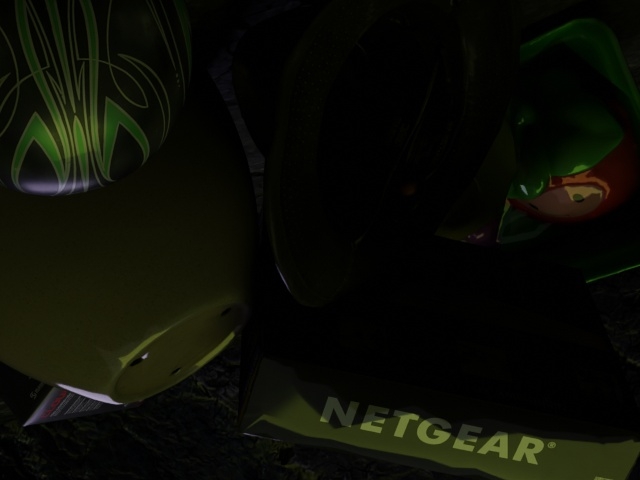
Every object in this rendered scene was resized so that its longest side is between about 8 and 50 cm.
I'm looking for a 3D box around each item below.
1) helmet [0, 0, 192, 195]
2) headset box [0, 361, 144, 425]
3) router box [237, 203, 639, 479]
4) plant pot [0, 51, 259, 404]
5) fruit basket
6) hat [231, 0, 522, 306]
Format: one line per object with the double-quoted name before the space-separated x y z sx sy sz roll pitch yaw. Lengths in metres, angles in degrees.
"helmet" -0.147 -0.109 0.631 0.169 0.169 0.161 -14 -173 -15
"headset box" -0.305 0.133 1.601 0.218 0.110 0.293 -50 159 16
"router box" 0.090 0.084 0.973 0.309 0.081 0.243 13 -151 -9
"plant pot" -0.157 0.012 0.895 0.284 0.191 0.284 -32 162 -12
"fruit basket" 0.146 -0.059 1.147 0.392 0.283 0.392 -25 -174 3
"hat" 0.020 -0.109 0.866 0.134 0.331 0.331 27 -167 27
